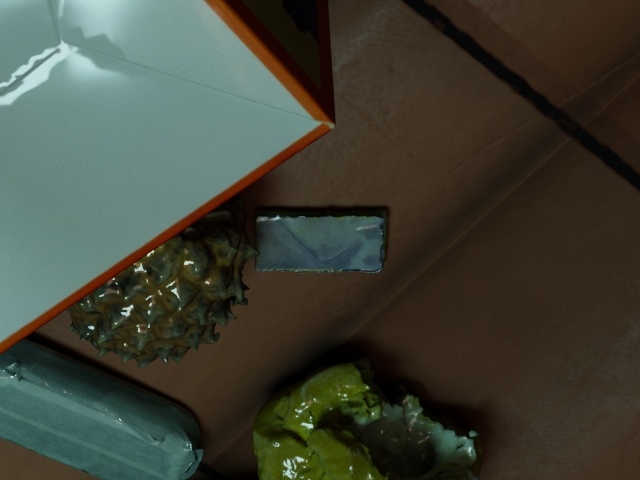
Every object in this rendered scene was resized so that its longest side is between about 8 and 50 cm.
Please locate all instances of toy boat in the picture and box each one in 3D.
[{"bbox_3d":[0.000,0.000,1.320,0.115,0.016,0.063,1,126,-2],"label":"toy boat"}]

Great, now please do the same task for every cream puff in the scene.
[{"bbox_3d":[0.034,0.229,1.390,0.221,0.194,0.194,31,119,-18],"label":"cream puff"}]

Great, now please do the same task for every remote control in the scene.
[{"bbox_3d":[-0.224,0.165,1.408,0.247,0.052,0.104,26,122,-22],"label":"remote control"}]

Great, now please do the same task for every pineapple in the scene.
[{"bbox_3d":[-0.143,0.029,1.257,0.166,0.166,0.193,21,131,-16],"label":"pineapple"}]

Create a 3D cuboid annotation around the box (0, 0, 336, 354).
[{"bbox_3d":[-0.216,-0.155,1.057,0.349,0.257,0.318,-34,118,21],"label":"box"}]
